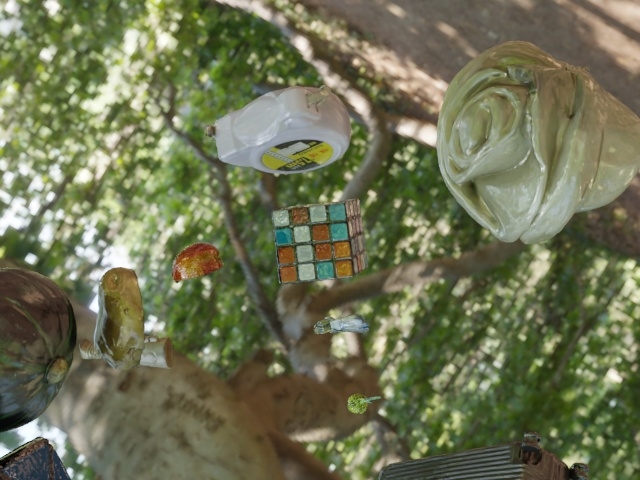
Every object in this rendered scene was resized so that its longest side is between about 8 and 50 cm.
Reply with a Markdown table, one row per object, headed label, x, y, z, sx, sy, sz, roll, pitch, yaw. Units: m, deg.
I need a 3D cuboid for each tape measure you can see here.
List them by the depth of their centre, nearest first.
| label | x | y | z | sx | sy | sz | roll | pitch | yaw |
| --- | --- | --- | --- | --- | --- | --- | --- | --- | --- |
| tape measure | -0.048 | -0.175 | 1.630 | 0.196 | 0.105 | 0.178 | -21 | 156 | 28 |

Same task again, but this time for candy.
| label | x | y | z | sx | sy | sz | roll | pitch | yaw |
| --- | --- | --- | --- | --- | --- | --- | --- | --- | --- |
| candy | 0.080 | 0.270 | 1.767 | 0.035 | 0.035 | 0.123 | 26 | 157 | -13 |

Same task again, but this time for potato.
| label | x | y | z | sx | sy | sz | roll | pitch | yaw |
| --- | --- | --- | --- | --- | --- | --- | --- | --- | --- |
| potato | -0.395 | 0.150 | 2.017 | 0.081 | 0.200 | 0.164 | -2 | -170 | -24 |

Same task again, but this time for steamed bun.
| label | x | y | z | sx | sy | sz | roll | pitch | yaw |
| --- | --- | --- | --- | --- | --- | --- | --- | --- | --- |
| steamed bun | 0.359 | -0.192 | 1.894 | 0.255 | 0.342 | 0.367 | 24 | -159 | -51 |

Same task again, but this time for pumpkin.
| label | x | y | z | sx | sy | sz | roll | pitch | yaw |
| --- | --- | --- | --- | --- | --- | --- | --- | --- | --- |
| pumpkin | -0.558 | 0.201 | 1.871 | 0.238 | 0.315 | 0.315 | 25 | 179 | 14 |

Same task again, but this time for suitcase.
| label | x | y | z | sx | sy | sz | roll | pitch | yaw |
| --- | --- | --- | --- | --- | --- | --- | --- | --- | --- |
| suitcase | 0.224 | 0.437 | 1.581 | 0.152 | 0.229 | 0.335 | 34 | 144 | -29 |

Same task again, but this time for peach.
| label | x | y | z | sx | sy | sz | roll | pitch | yaw |
| --- | --- | --- | --- | --- | --- | --- | --- | --- | --- |
| peach | -0.219 | 0.036 | 1.842 | 0.098 | 0.098 | 0.061 | -147 | 41 | -80 |

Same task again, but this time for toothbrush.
| label | x | y | z | sx | sy | sz | roll | pitch | yaw |
| --- | --- | --- | --- | --- | --- | --- | --- | --- | --- |
| toothbrush | 0.043 | 0.160 | 1.980 | 0.035 | 0.042 | 0.413 | 65 | 168 | 1 |

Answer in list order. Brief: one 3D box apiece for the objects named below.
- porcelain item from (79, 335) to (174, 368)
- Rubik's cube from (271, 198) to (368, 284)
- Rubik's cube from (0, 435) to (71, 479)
| label | x | y | z | sx | sy | sz | roll | pitch | yaw |
| --- | --- | --- | --- | --- | --- | --- | --- | --- | --- |
| porcelain item | -0.430 | 0.243 | 2.297 | 0.213 | 0.084 | 0.054 | 1 | -155 | 13 |
| Rubik's cube | 0.000 | 0.000 | 2.102 | 0.155 | 0.151 | 0.154 | -7 | -177 | 13 |
| Rubik's cube | -0.576 | 0.527 | 1.863 | 0.246 | 0.250 | 0.248 | 62 | -167 | 1 |
